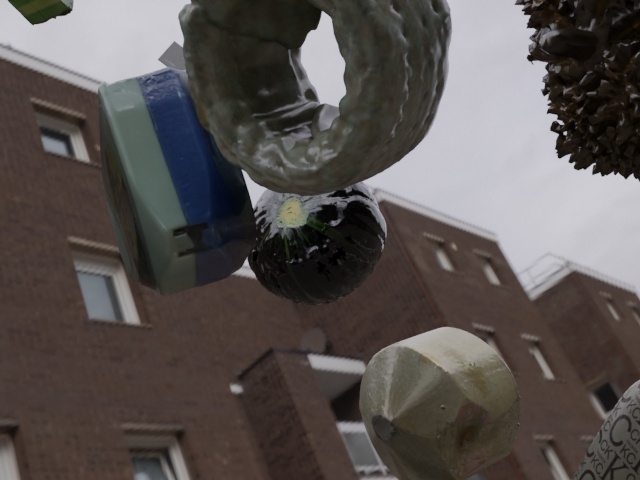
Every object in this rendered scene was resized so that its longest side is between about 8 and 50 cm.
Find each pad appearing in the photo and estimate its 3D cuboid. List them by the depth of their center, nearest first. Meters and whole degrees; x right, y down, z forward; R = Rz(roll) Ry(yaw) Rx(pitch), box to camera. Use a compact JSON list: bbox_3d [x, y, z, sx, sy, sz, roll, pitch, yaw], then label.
[{"bbox_3d":[-0.259,-0.356,1.923,0.190,0.127,0.004,37,-61,-13],"label":"pad"}]

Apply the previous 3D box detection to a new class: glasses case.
[{"bbox_3d":[0.349,0.320,1.021,0.085,0.137,0.355,9,-67,-25],"label":"glasses case"}]

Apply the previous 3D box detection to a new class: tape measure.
[{"bbox_3d":[-0.203,-0.063,1.175,0.138,0.259,0.262,-13,-21,-20],"label":"tape measure"}]

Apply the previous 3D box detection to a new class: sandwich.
[{"bbox_3d":[-0.441,-0.414,1.401,0.074,0.117,0.074,-16,-33,16],"label":"sandwich"}]

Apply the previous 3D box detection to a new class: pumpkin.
[{"bbox_3d":[0.000,0.000,1.787,0.295,0.296,0.296,-18,-31,-11],"label":"pumpkin"}]

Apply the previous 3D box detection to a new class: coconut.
[{"bbox_3d":[0.168,0.248,1.278,0.241,0.241,0.241,-18,-31,-11],"label":"coconut"}]

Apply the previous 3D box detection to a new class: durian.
[{"bbox_3d":[0.190,-0.125,0.502,0.196,0.196,0.167,-4,-14,-31],"label":"durian"}]

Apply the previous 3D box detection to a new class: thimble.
[{"bbox_3d":[-0.009,-0.204,0.976,0.195,0.291,0.291,-28,-17,-52],"label":"thimble"}]
